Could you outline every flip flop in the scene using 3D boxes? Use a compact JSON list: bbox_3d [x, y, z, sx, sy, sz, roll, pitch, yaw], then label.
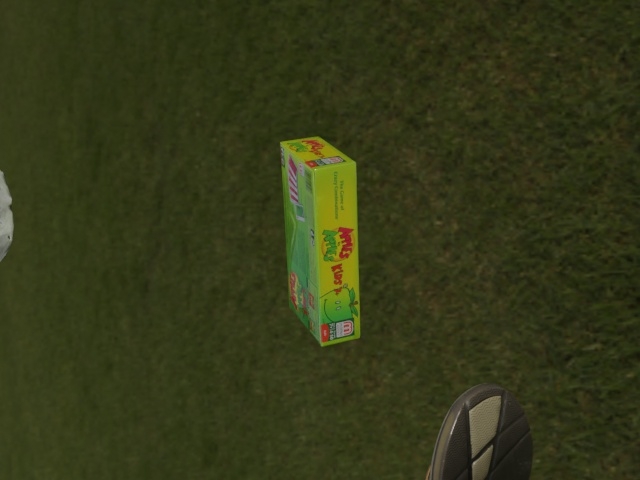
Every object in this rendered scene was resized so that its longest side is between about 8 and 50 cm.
[{"bbox_3d":[0.144,0.254,0.912,0.080,0.112,0.277,41,146,49],"label":"flip flop"}]

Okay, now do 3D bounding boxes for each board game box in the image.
[{"bbox_3d":[0.000,0.000,0.900,0.092,0.043,0.181,-136,39,-59],"label":"board game box"}]

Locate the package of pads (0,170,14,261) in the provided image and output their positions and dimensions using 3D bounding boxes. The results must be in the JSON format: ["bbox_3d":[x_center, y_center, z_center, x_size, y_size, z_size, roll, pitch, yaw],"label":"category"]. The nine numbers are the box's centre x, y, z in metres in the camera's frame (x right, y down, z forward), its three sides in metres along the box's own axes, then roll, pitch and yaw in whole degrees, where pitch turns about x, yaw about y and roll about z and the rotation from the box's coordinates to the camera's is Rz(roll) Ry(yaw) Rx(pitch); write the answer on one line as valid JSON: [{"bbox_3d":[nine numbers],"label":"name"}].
[{"bbox_3d":[-0.443,0.029,0.851,0.296,0.229,0.101,-43,52,32],"label":"package of pads"}]
